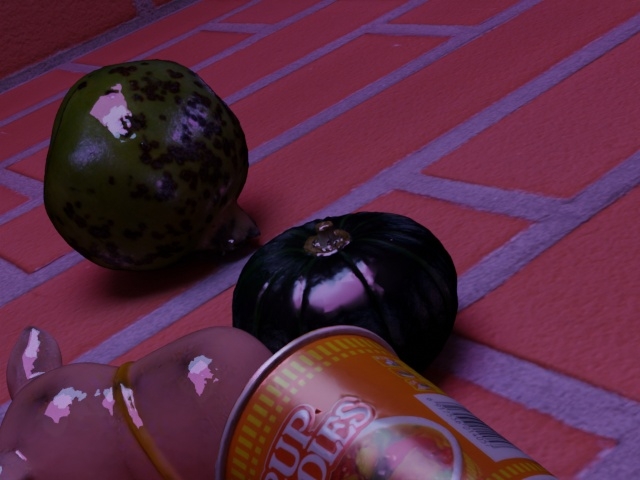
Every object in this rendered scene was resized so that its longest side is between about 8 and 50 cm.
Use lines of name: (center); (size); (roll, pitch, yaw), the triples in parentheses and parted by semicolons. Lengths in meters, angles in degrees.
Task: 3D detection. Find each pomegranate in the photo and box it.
pomegranate: (-0.188, -0.075, 1.231); (0.254, 0.270, 0.254); (-47, -5, -5)

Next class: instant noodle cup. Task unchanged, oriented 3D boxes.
instant noodle cup: (0.054, 0.159, 0.658); (0.168, 0.168, 0.185); (-32, 35, -26)

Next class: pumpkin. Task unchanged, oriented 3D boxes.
pumpkin: (0.020, 0.049, 0.909); (0.201, 0.140, 0.202); (-13, 26, 7)

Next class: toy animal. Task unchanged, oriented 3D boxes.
toy animal: (-0.121, 0.147, 0.808); (0.247, 0.149, 0.165); (-9, 28, 3)
